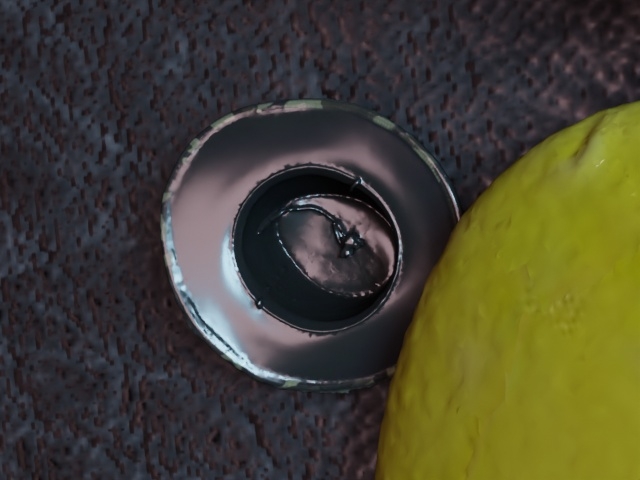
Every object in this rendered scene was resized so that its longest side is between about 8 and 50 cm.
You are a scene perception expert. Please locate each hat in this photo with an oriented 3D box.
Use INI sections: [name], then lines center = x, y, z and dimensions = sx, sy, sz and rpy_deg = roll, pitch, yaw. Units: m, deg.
[hat]
center = 0.000, 0.000, 0.560
dimensions = 0.121, 0.050, 0.121
rpy_deg = 0, 92, 12

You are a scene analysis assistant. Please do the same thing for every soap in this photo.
[soap]
center = 0.200, 0.126, 0.430
dimensions = 0.427, 0.115, 0.306
rpy_deg = 22, 116, 27
